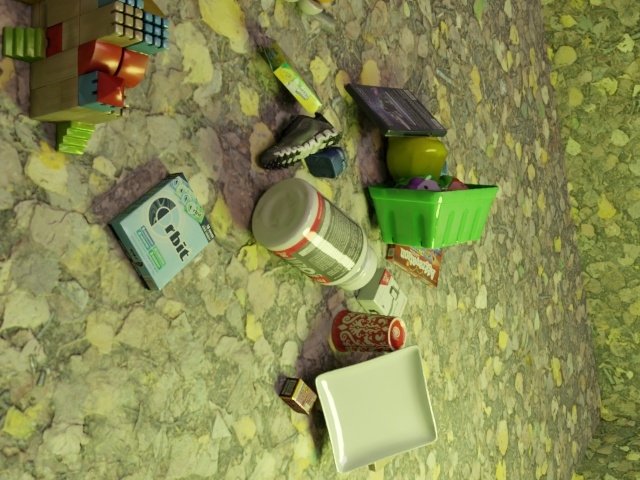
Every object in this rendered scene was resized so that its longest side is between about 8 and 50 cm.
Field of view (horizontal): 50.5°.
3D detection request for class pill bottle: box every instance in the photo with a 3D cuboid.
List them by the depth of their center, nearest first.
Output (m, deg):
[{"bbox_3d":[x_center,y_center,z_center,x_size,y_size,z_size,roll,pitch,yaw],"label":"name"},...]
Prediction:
[{"bbox_3d":[0.000,0.000,1.604,0.318,0.176,0.176,37,61,-45],"label":"pill bottle"}]

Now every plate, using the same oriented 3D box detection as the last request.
[{"bbox_3d":[0.140,0.419,1.711,0.277,0.045,0.278,-16,104,-10],"label":"plate"}]

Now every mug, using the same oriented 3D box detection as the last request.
[{"bbox_3d":[0.140,0.238,1.781,0.150,0.169,0.113,-5,92,-52],"label":"mug"}]

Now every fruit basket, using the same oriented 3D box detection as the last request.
[{"bbox_3d":[0.316,-0.177,1.956,0.392,0.283,0.392,-12,106,-49],"label":"fruit basket"}]

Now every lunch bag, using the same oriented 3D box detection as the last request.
[{"bbox_3d":[0.021,-0.200,1.699,0.065,0.098,0.067,-47,134,-37],"label":"lunch bag"}]

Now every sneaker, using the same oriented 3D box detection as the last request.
[{"bbox_3d":[-0.063,-0.243,1.620,0.234,0.078,0.106,-27,76,-30],"label":"sneaker"}]

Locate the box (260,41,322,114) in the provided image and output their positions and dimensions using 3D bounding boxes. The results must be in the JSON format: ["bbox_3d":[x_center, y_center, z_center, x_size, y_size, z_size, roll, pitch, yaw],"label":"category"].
[{"bbox_3d":[-0.071,-0.389,1.597,0.179,0.043,0.105,40,19,-43],"label":"box"}]

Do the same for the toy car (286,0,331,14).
[{"bbox_3d":[-0.027,-0.654,1.643,0.182,0.159,0.136,11,46,-51],"label":"toy car"}]

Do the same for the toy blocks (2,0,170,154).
[{"bbox_3d":[-0.354,-0.346,1.095,0.190,0.261,0.381,4,86,-52],"label":"toy blocks"}]

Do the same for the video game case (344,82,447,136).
[{"bbox_3d":[0.215,-0.362,1.899,0.274,0.026,0.196,-9,54,-45],"label":"video game case"}]

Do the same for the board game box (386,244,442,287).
[{"bbox_3d":[0.297,0.037,2.107,0.281,0.027,0.145,30,66,-47],"label":"board game box"}]

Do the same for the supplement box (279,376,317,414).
[{"bbox_3d":[-0.053,0.373,1.629,0.083,0.043,0.055,53,49,-36],"label":"supplement box"}]

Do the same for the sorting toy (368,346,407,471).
[{"bbox_3d":[0.167,0.454,1.871,0.255,0.089,0.257,-20,104,-51],"label":"sorting toy"}]

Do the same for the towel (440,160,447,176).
[{"bbox_3d":[0.382,-0.244,2.224,0.119,0.029,0.067,10,80,-51],"label":"towel"}]

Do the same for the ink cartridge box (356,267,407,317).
[{"bbox_3d":[0.177,0.165,1.916,0.150,0.063,0.109,51,51,-38],"label":"ink cartridge box"}]

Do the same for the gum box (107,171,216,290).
[{"bbox_3d":[-0.302,-0.020,1.325,0.184,0.041,0.157,-49,125,-42],"label":"gum box"}]
